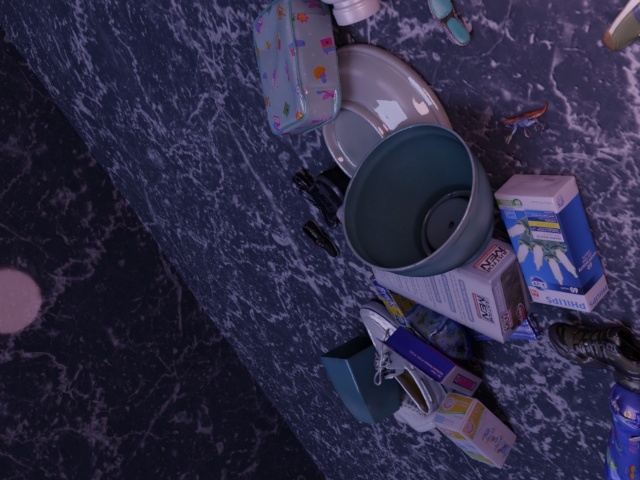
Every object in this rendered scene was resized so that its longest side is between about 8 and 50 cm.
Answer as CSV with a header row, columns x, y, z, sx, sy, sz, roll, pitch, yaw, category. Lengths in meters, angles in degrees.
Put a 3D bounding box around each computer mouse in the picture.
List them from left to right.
x,y,z,sx,sy,sz,roll,pitch,yaw,category
0.028,-0.128,1.867,0.188,0.072,0.272,52,166,-6,computer mouse

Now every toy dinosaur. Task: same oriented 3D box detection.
x,y,z,sx,sy,sz,roll,pitch,yaw,category
0.363,-0.212,1.285,0.082,0.047,0.090,37,118,43,toy dinosaur

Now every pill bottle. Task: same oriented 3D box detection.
x,y,z,sx,sy,sz,roll,pitch,yaw,category
0.034,-0.506,1.312,0.117,0.117,0.208,13,135,51,pill bottle

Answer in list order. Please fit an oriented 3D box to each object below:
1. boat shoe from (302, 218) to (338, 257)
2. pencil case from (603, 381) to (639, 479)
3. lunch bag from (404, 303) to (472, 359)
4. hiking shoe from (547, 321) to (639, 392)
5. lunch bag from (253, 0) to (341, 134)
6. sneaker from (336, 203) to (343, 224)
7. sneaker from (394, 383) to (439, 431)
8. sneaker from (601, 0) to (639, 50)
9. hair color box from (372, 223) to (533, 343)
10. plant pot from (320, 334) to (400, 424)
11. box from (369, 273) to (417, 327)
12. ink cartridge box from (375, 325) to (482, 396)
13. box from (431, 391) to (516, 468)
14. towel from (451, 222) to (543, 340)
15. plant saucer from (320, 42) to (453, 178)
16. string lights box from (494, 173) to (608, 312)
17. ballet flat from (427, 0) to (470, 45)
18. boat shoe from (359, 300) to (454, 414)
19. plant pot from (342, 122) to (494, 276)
x,y,z,sx,sy,sz,roll,pitch,yaw,category
-0.001,0.001,2.097,0.133,0.042,0.049,49,151,0,boat shoe
0.656,0.413,1.499,0.119,0.133,0.306,-1,132,17,pencil case
0.307,0.229,1.814,0.151,0.096,0.129,47,177,-33,lunch bag
0.569,0.203,1.442,0.227,0.086,0.114,26,131,31,hiking shoe
-0.054,-0.373,1.539,0.224,0.107,0.279,-13,85,65,lunch bag
0.126,-0.022,1.771,0.111,0.103,0.252,24,158,44,sneaker
0.282,0.509,2.227,0.123,0.106,0.290,52,155,-9,sneaker
0.460,-0.305,0.961,0.086,0.064,0.192,49,151,14,sneaker
0.267,0.060,1.588,0.374,0.113,0.185,25,147,44,hair color box
0.141,0.433,2.227,0.165,0.165,0.234,-10,102,60,plant pot
0.204,0.152,1.947,0.054,0.059,0.169,-9,117,57,box
0.282,0.304,1.821,0.175,0.069,0.371,34,-178,31,ink cartridge box
0.419,0.514,1.966,0.203,0.103,0.114,44,158,-26,box
0.346,0.102,1.687,0.336,0.040,0.243,55,154,-9,towel
0.111,-0.224,1.572,0.400,0.100,0.400,38,151,26,plant saucer
0.441,0.004,1.371,0.133,0.076,0.260,9,131,53,string lights box
0.219,-0.389,1.265,0.114,0.041,0.041,56,153,-7,ballet flat
0.213,0.352,2.079,0.367,0.156,0.136,51,153,-2,boat shoe
0.216,-0.053,1.402,0.293,0.293,0.196,20,175,46,plant pot
